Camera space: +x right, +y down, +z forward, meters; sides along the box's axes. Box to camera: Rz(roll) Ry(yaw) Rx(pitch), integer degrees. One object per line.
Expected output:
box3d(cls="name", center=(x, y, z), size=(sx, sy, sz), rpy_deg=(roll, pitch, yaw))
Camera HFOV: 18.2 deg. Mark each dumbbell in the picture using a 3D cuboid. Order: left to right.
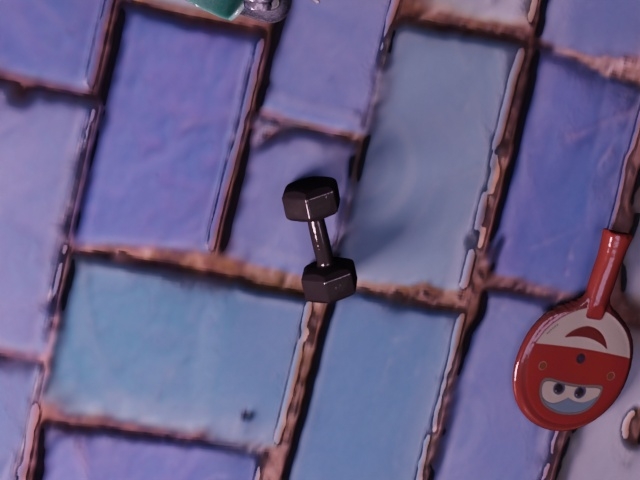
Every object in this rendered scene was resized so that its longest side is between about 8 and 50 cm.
box3d(cls="dumbbell", center=(0.000, 0.000, 1.314), size=(0.040, 0.036, 0.083), rpy_deg=(-20, 112, -19))

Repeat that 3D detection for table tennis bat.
box3d(cls="table tennis bat", center=(0.190, 0.065, 1.435), size=(0.098, 0.019, 0.154), rpy_deg=(12, 102, -27))

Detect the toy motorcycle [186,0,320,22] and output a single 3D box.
box3d(cls="toy motorcycle", center=(-0.081, -0.174, 1.191), size=(0.173, 0.100, 0.058), rpy_deg=(28, 92, -27))
